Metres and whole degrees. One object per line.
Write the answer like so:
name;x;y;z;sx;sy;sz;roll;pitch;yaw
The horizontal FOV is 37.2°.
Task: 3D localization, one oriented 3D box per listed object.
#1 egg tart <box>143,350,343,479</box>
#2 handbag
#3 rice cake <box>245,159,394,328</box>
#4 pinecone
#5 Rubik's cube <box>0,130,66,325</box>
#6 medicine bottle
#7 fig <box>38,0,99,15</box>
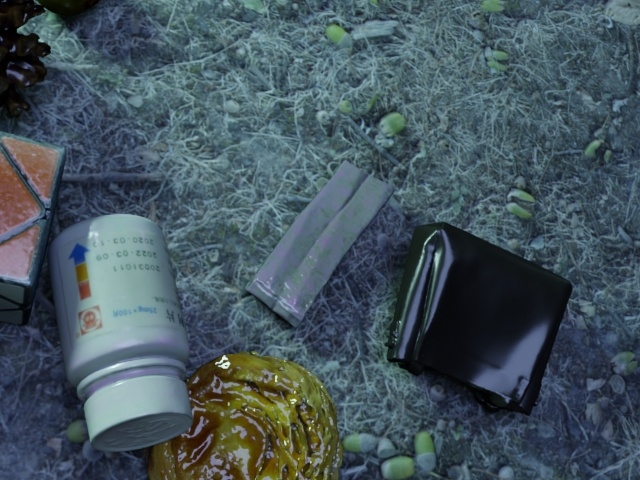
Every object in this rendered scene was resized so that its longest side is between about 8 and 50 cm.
egg tart;-0.102;0.306;1.339;0.297;0.132;0.297;1;68;-4
handbag;0.249;0.127;1.532;0.285;0.113;0.257;25;70;-18
rice cake;-0.001;-0.002;1.522;0.106;0.050;0.298;38;63;-5
pinecone;-0.502;-0.302;1.354;0.257;0.243;0.244;31;61;-36
Rubik's cube;-0.467;-0.022;1.275;0.207;0.205;0.205;11;67;-14
medicine bottle;-0.268;0.124;1.293;0.170;0.170;0.293;-6;63;-21
fig;-0.438;-0.455;1.501;0.236;0.124;0.124;43;62;13
